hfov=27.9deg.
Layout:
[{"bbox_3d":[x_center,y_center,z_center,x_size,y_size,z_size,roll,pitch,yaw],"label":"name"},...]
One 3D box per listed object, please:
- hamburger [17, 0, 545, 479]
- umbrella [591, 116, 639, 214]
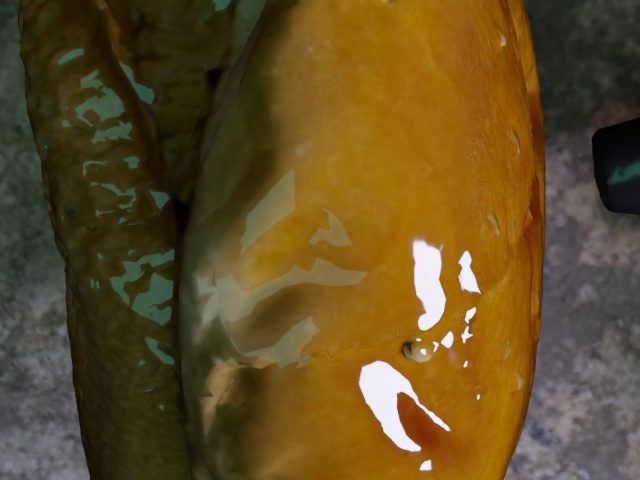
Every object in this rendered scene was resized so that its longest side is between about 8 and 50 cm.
[{"bbox_3d":[0.000,0.000,0.489,0.170,0.290,0.314,1,111,14],"label":"hamburger"},{"bbox_3d":[0.247,-0.059,0.524,0.272,0.110,0.122,-17,139,16],"label":"umbrella"}]
